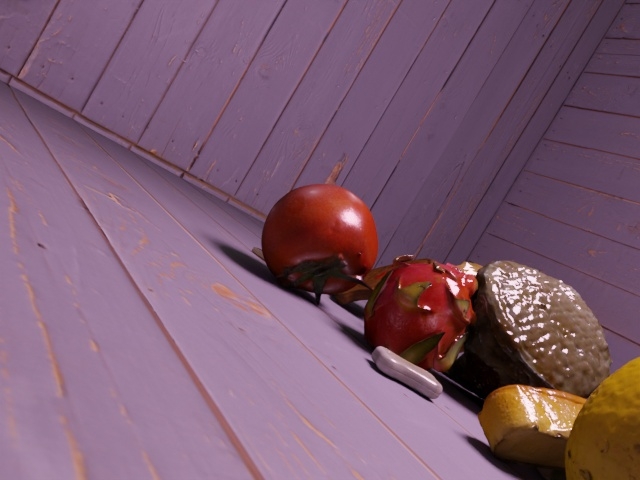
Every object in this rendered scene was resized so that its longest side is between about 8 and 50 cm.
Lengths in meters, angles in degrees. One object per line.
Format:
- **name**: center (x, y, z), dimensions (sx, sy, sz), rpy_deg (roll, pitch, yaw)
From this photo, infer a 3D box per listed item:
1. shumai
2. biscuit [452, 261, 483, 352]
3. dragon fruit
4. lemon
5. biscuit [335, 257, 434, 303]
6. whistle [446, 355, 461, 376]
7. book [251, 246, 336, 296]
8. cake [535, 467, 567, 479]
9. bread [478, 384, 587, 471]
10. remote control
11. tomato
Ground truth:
- **shumai**: center (0.386, 0.228, 1.150), dimensions (0.330, 0.292, 0.288), rpy_deg (50, -37, 8)
- **biscuit**: center (0.282, 0.175, 1.307), dimensions (0.343, 0.288, 0.057), rpy_deg (66, 11, -47)
- **dragon fruit**: center (0.195, 0.143, 1.059), dimensions (0.224, 0.227, 0.224), rpy_deg (27, 9, -5)
- **lemon**: center (0.434, 0.253, 0.626), dimensions (0.257, 0.310, 0.258), rpy_deg (54, -8, 12)
- **biscuit**: center (0.178, 0.101, 1.470), dimensions (0.258, 0.049, 0.273), rpy_deg (-13, 4, 30)
- **whistle**: center (0.288, 0.278, 1.305), dimensions (0.198, 0.057, 0.104), rpy_deg (32, 1, -10)
- **book**: center (-0.062, 0.084, 1.481), dimensions (0.158, 0.026, 0.231), rpy_deg (32, 3, 39)
- **cake**: center (0.405, 0.328, 0.897), dimensions (0.086, 0.116, 0.220), rpy_deg (38, 3, 20)
- **bread**: center (0.347, 0.280, 0.798), dimensions (0.246, 0.102, 0.094), rpy_deg (15, 32, -14)
- **remote control**: center (0.142, 0.219, 0.909), dimensions (0.122, 0.032, 0.074), rpy_deg (30, 2, -8)
- **tomato**: center (0.000, 0.000, 1.188), dimensions (0.256, 0.256, 0.224), rpy_deg (30, 44, -26)
